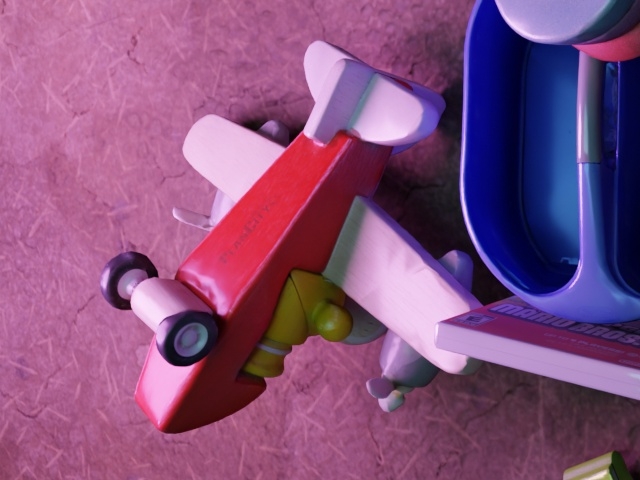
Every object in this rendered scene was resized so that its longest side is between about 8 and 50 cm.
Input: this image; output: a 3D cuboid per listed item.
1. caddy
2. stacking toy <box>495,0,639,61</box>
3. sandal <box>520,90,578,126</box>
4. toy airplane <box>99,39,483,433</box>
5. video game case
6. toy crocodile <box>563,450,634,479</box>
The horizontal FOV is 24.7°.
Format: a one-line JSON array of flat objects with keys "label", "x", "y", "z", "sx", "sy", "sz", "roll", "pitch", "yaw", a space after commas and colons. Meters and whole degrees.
[{"label": "caddy", "x": 0.244, "y": -0.101, "z": 1.217, "sx": 0.241, "sy": 0.179, "sz": 0.341, "roll": 0, "pitch": 87, "yaw": 25}, {"label": "stacking toy", "x": 0.215, "y": -0.305, "z": 1.060, "sx": 0.309, "sy": 0.130, "sz": 0.279, "roll": -46, "pitch": 53, "yaw": 34}, {"label": "sandal", "x": 0.276, "y": -0.111, "z": 1.335, "sx": 0.219, "sy": 0.060, "sz": 0.090, "roll": -23, "pitch": 79, "yaw": 23}, {"label": "toy airplane", "x": 0.000, "y": 0.000, "z": 1.469, "sx": 0.384, "sy": 0.272, "sz": 0.386, "roll": -16, "pitch": 52, "yaw": 28}, {"label": "video game case", "x": 0.256, "y": 0.073, "z": 1.234, "sx": 0.204, "sy": 0.285, "sz": 0.025, "roll": 12, "pitch": 105, "yaw": 35}, {"label": "toy crocodile", "x": 0.324, "y": 0.360, "z": 1.364, "sx": 0.115, "sy": 0.105, "sz": 0.340, "roll": -36, "pitch": 71, "yaw": 37}]
